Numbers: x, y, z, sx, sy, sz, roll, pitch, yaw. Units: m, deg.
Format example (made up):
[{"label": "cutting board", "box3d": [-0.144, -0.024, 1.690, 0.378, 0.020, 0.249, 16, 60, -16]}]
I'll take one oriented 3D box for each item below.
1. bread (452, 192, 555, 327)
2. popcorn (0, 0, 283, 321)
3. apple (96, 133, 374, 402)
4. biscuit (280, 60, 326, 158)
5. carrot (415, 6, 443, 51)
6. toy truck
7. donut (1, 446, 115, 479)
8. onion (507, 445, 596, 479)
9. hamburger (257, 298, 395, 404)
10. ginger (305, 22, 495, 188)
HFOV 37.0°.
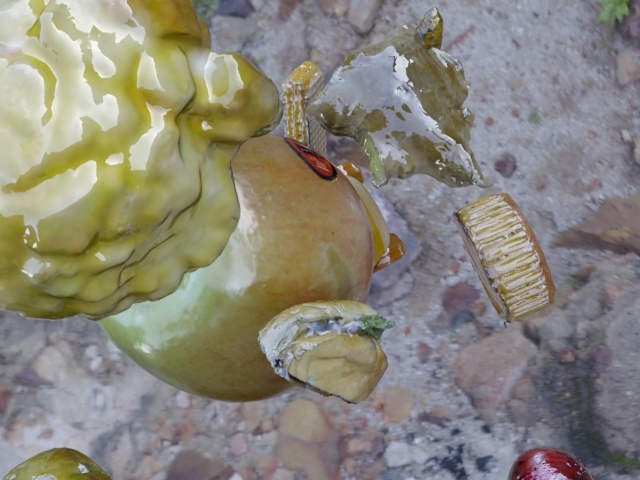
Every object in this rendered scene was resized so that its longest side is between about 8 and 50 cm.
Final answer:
[{"label": "bread", "box3d": [0.284, 0.023, 1.456, 0.104, 0.199, 0.199, -25, 71, 4]}, {"label": "popcorn", "box3d": [-0.103, -0.044, 0.438, 0.180, 0.180, 0.170, -3, 59, 28]}, {"label": "apple", "box3d": [-0.117, 0.019, 1.150, 0.338, 0.305, 0.339, -10, 75, 42]}, {"label": "biscuit", "box3d": [-0.025, -0.150, 1.794, 0.054, 0.094, 0.379, 12, 131, 17]}, {"label": "carrot", "box3d": [0.142, -0.229, 1.504, 0.066, 0.066, 0.314, 41, 143, 26]}, {"label": "toy truck", "box3d": [0.000, 0.000, 1.598, 0.204, 0.211, 0.288, 61, 147, 3]}, {"label": "donut", "box3d": [-0.183, 0.286, 0.697, 0.208, 0.128, 0.261, -44, 48, -13]}, {"label": "onion", "box3d": [0.287, 0.320, 1.193, 0.131, 0.131, 0.131, -4, 81, 27]}, {"label": "hamburger", "box3d": [0.018, 0.097, 0.979, 0.102, 0.176, 0.087, -49, 49, 10]}, {"label": "ginger", "box3d": [0.130, -0.163, 1.301, 0.270, 0.123, 0.219, 40, 77, 3]}]
